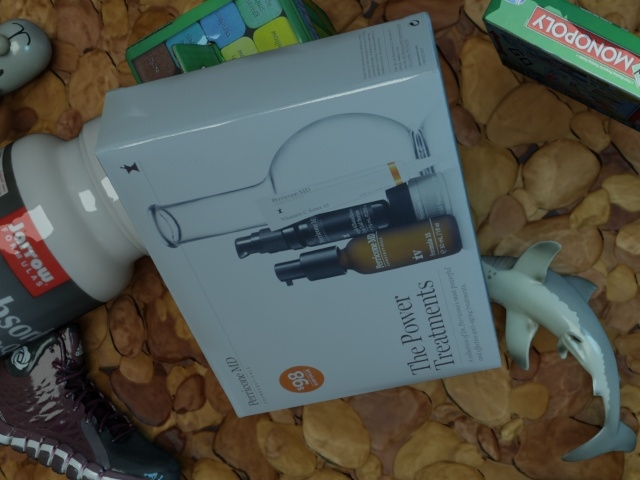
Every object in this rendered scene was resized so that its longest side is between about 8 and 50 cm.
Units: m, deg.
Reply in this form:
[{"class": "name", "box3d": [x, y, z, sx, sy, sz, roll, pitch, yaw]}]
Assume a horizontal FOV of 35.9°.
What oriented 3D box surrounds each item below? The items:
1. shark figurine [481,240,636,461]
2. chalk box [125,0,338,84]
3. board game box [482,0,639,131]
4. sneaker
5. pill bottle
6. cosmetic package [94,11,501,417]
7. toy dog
[{"class": "shark figurine", "box3d": [0.273, 0.093, 1.050, 0.278, 0.116, 0.166, 53, 135, 14]}, {"class": "chalk box", "box3d": [-0.064, -0.150, 1.017, 0.179, 0.289, 0.180, -27, 86, 12]}, {"class": "board game box", "box3d": [0.266, -0.156, 0.928, 0.213, 0.317, 0.046, 30, 100, 11]}, {"class": "sneaker", "box3d": [-0.283, 0.187, 1.173, 0.281, 0.106, 0.162, 17, 92, 12]}, {"class": "pill bottle", "box3d": [-0.343, 0.006, 1.118, 0.363, 0.210, 0.210, -28, 85, 5]}, {"class": "cosmetic package", "box3d": [0.000, 0.000, 0.918, 0.284, 0.097, 0.377, -11, 133, 10]}, {"class": "toy dog", "box3d": [-0.483, -0.142, 1.178, 0.220, 0.161, 0.333, 28, 97, 10]}]
